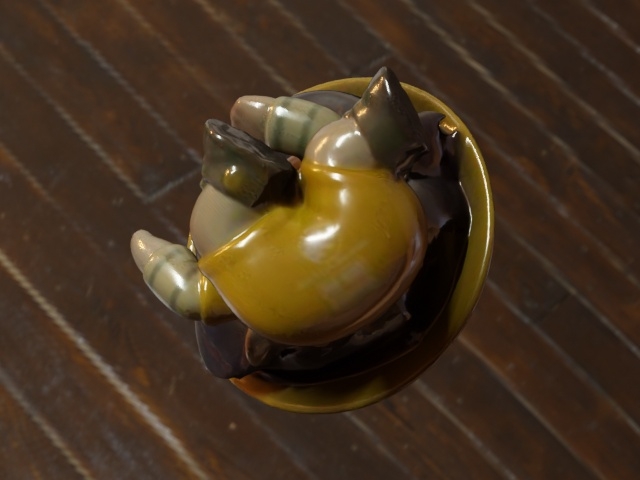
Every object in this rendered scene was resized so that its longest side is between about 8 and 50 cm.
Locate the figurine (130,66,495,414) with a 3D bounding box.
[{"bbox_3d":[0.003,0.004,0.731,0.167,0.192,0.257,52,7,0],"label":"figurine"}]
